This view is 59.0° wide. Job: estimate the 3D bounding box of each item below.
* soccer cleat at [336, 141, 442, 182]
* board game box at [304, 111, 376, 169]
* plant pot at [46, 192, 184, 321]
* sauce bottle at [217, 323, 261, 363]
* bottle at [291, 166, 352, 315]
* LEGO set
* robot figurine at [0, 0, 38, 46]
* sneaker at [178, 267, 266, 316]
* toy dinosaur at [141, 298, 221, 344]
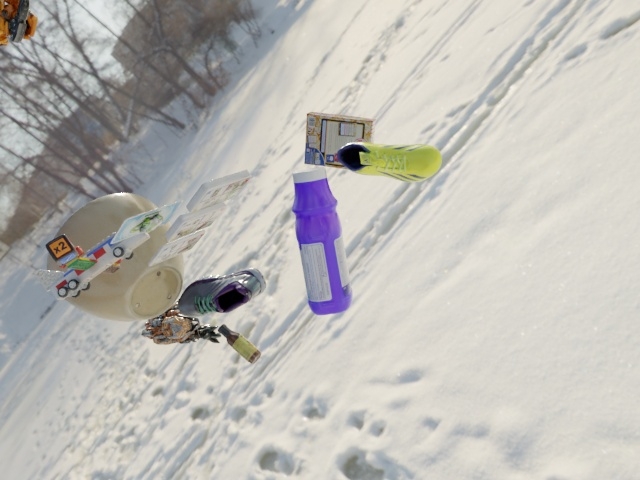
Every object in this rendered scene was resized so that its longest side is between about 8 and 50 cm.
[{"bbox_3d":[0.160,-0.194,1.378,0.289,0.121,0.094,12,99,46],"label":"soccer cleat"},{"bbox_3d":[0.053,-0.279,1.601,0.045,0.193,0.147,-47,-35,-63],"label":"board game box"},{"bbox_3d":[-0.407,0.065,1.221,0.191,0.284,0.284,33,81,33],"label":"plant pot"},{"bbox_3d":[-0.207,0.260,1.434,0.042,0.128,0.042,-47,-16,-18],"label":"sauce bottle"},{"bbox_3d":[0.000,0.000,1.113,0.092,0.283,0.118,-9,12,6],"label":"bottle"},{"bbox_3d":[-0.214,-0.012,0.652,0.244,0.060,0.182,-29,-10,-48],"label":"LEGO set"},{"bbox_3d":[-0.698,-0.583,1.269,0.085,0.211,0.291,-13,-61,-55],"label":"robot figurine"},{"bbox_3d":[-0.225,0.120,1.182,0.223,0.083,0.098,-22,12,24],"label":"sneaker"},{"bbox_3d":[-0.420,0.232,1.617,0.218,0.165,0.321,-14,20,-39],"label":"toy dinosaur"}]
